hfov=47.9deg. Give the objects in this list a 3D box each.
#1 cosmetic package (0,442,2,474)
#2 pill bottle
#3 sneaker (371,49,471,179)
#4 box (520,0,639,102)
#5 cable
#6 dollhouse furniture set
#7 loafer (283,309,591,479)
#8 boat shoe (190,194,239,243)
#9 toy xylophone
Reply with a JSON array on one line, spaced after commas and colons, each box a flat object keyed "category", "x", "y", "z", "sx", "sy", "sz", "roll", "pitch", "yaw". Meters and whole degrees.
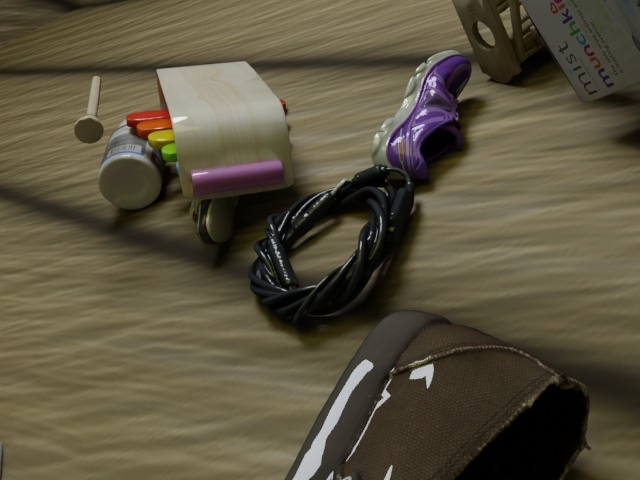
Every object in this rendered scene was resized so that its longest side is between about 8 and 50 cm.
[{"category": "cosmetic package", "x": -0.360, "y": 0.236, "z": 0.500, "sx": 0.224, "sy": 0.138, "sz": 0.224, "roll": -33, "pitch": 34, "yaw": -6}, {"category": "pill bottle", "x": -0.241, "y": -0.106, "z": 0.936, "sx": 0.078, "sy": 0.078, "sz": 0.137, "roll": -23, "pitch": 33, "yaw": 8}, {"category": "sneaker", "x": 0.116, "y": -0.119, "z": 0.718, "sx": 0.071, "sy": 0.068, "sz": 0.169, "roll": 16, "pitch": 60, "yaw": 29}, {"category": "box", "x": 0.314, "y": -0.231, "z": 0.513, "sx": 0.262, "sy": 0.126, "sz": 0.231, "roll": -33, "pitch": 4, "yaw": -5}, {"category": "cable", "x": 0.000, "y": 0.000, "z": 0.638, "sx": 0.151, "sy": 0.047, "sz": 0.184, "roll": -6, "pitch": 39, "yaw": 31}, {"category": "dollhouse furniture set", "x": 0.261, "y": -0.246, "z": 0.718, "sx": 0.182, "sy": 0.101, "sz": 0.161, "roll": -37, "pitch": 26, "yaw": -12}, {"category": "loafer", "x": 0.031, "y": 0.167, "z": 0.302, "sx": 0.130, "sy": 0.133, "sz": 0.365, "roll": -3, "pitch": 41, "yaw": 35}, {"category": "boat shoe", "x": -0.117, "y": -0.036, "z": 0.772, "sx": 0.043, "sy": 0.049, "sz": 0.137, "roll": -13, "pitch": 31, "yaw": 9}, {"category": "toy xylophone", "x": -0.151, "y": -0.142, "z": 0.838, "sx": 0.236, "sy": 0.081, "sz": 0.322, "roll": -5, "pitch": 26, "yaw": -6}]
